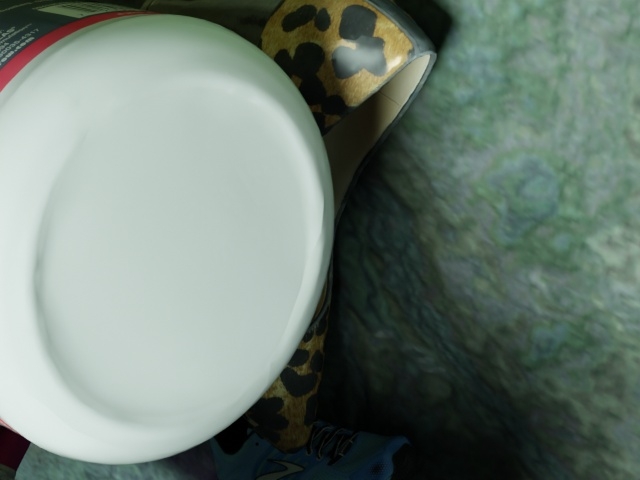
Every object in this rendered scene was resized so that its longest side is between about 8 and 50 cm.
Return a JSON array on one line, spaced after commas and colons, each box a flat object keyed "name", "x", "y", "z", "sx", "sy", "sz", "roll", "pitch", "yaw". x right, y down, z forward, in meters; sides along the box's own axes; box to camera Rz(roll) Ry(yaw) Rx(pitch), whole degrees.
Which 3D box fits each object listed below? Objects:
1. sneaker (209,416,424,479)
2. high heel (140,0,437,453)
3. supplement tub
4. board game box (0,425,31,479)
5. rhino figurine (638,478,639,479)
[{"name": "sneaker", "x": -0.012, "y": 0.123, "z": 1.030, "sx": 0.162, "sy": 0.063, "sz": 0.073, "roll": -9, "pitch": 110, "yaw": 46}, {"name": "high heel", "x": 0.000, "y": 0.000, "z": 0.892, "sx": 0.186, "sy": 0.093, "sz": 0.261, "roll": 7, "pitch": 116, "yaw": 47}, {"name": "supplement tub", "x": -0.144, "y": -0.021, "z": 0.831, "sx": 0.272, "sy": 0.191, "sz": 0.191, "roll": 17, "pitch": 131, "yaw": 47}, {"name": "board game box", "x": -0.112, "y": 0.136, "z": 0.887, "sx": 0.389, "sy": 0.050, "sz": 0.390, "roll": 22, "pitch": 172, "yaw": 18}, {"name": "rhino figurine", "x": 0.185, "y": 0.124, "z": 0.767, "sx": 0.106, "sy": 0.073, "sz": 0.243, "roll": -149, "pitch": 58, "yaw": -68}]
